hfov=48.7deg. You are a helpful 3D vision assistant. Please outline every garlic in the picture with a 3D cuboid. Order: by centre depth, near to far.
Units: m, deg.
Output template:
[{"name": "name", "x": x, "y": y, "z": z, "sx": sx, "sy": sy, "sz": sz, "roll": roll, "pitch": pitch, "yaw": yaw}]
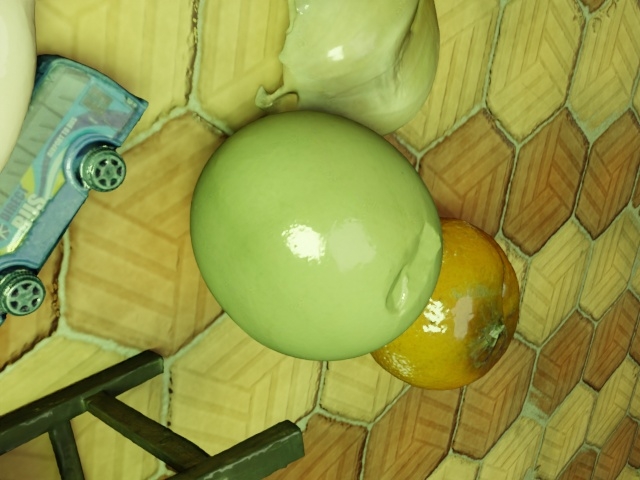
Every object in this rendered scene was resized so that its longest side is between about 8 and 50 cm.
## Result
[{"name": "garlic", "x": 0.046, "y": -0.194, "z": 0.693, "sx": 0.228, "sy": 0.110, "sz": 0.217, "roll": -58, "pitch": 141, "yaw": -9}]

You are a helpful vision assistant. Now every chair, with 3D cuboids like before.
[{"name": "chair", "x": -0.232, "y": 0.266, "z": 0.507, "sx": 0.416, "sy": 0.240, "sz": 0.203, "roll": -23, "pitch": 116, "yaw": -37}]

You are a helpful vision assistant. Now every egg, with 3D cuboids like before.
[{"name": "egg", "x": 0.000, "y": 0.000, "z": 0.648, "sx": 0.269, "sy": 0.219, "sz": 0.219, "roll": 34, "pitch": 83, "yaw": -45}]

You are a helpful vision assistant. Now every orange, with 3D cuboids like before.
[{"name": "orange", "x": 0.153, "y": 0.079, "z": 0.873, "sx": 0.224, "sy": 0.170, "sz": 0.224, "roll": -22, "pitch": 124, "yaw": -36}]

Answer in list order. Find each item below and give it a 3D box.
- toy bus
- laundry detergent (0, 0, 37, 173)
[{"name": "toy bus", "x": -0.225, "y": -0.027, "z": 0.513, "sx": 0.094, "sy": 0.079, "sz": 0.237, "roll": 39, "pitch": 79, "yaw": -45}, {"name": "laundry detergent", "x": -0.256, "y": -0.097, "z": 0.429, "sx": 0.159, "sy": 0.088, "sz": 0.335, "roll": 36, "pitch": 80, "yaw": -21}]
